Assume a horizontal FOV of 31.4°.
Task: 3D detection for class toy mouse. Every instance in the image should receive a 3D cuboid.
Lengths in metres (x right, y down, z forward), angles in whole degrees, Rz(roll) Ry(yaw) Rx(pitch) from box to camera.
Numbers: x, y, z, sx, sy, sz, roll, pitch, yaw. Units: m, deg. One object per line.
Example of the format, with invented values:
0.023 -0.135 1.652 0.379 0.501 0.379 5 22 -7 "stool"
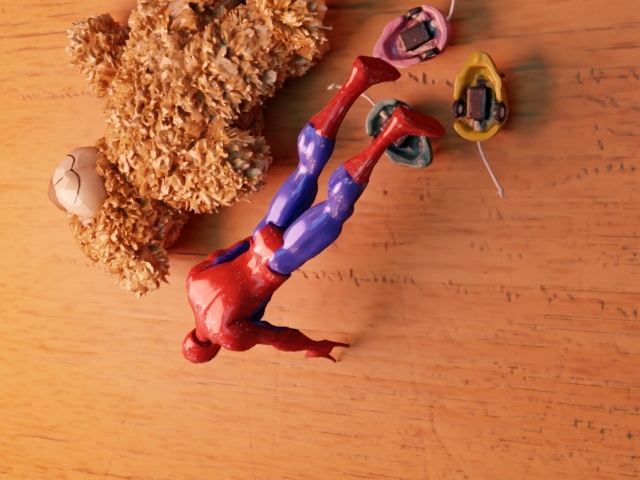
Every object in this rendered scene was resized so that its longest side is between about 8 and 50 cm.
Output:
0.073 -0.113 0.840 0.143 0.031 0.161 2 98 33 "toy mouse"

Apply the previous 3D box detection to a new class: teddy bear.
-0.123 -0.114 0.924 0.338 0.113 0.245 -36 75 32 "teddy bear"

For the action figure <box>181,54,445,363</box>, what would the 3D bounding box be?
0.000 0.000 0.864 0.280 0.139 0.091 -48 56 25 "action figure"
